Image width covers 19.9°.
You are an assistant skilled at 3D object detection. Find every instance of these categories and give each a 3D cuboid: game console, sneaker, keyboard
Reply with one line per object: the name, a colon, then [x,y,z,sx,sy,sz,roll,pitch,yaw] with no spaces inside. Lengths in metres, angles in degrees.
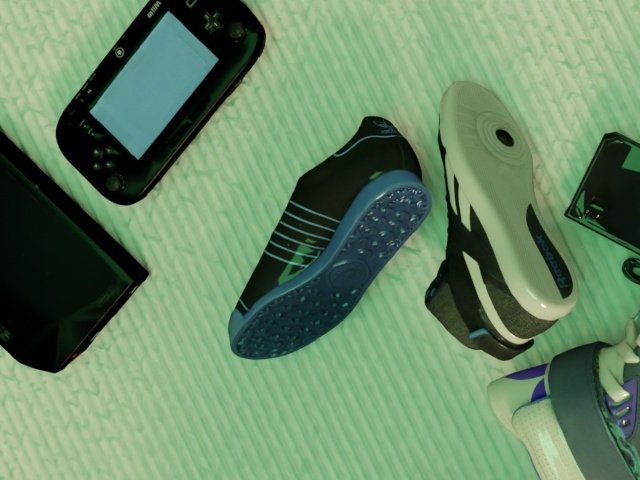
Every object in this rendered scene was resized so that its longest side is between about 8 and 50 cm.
game console: [-0.195,-0.078,1.530,0.213,0.044,0.361,42,104,8]
sneaker: [0.236,0.083,1.366,0.236,0.130,0.322,0,109,16]
keyboard: [0.280,-0.001,1.413,0.180,0.023,0.108,29,111,12]
sneaker: [0.000,0.000,1.471,0.232,0.081,0.090,-45,44,28]
sneaker: [0.113,-0.008,1.420,0.121,0.079,0.217,-47,49,42]
